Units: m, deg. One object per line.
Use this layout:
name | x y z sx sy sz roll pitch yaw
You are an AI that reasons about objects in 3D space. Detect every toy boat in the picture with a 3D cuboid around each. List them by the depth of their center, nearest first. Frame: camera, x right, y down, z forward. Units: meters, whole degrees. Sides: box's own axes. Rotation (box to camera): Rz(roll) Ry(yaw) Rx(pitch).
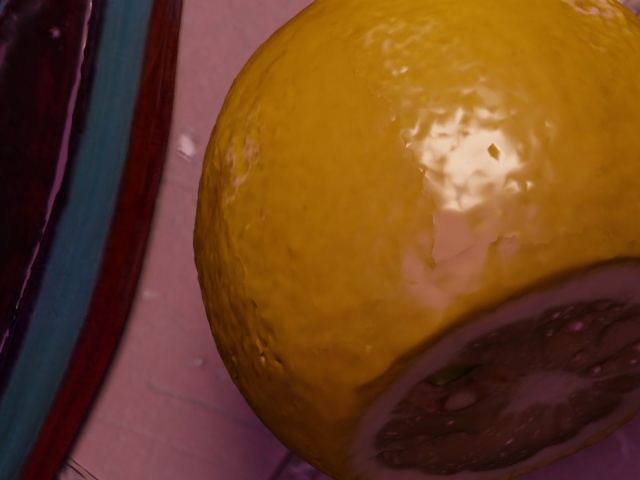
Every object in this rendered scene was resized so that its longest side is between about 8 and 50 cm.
toy boat | -0.171 0.031 0.962 0.136 0.079 0.392 16 87 15

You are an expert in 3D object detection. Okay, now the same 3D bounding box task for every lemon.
lemon | 0.056 -0.020 0.835 0.240 0.240 0.219 -27 60 10
